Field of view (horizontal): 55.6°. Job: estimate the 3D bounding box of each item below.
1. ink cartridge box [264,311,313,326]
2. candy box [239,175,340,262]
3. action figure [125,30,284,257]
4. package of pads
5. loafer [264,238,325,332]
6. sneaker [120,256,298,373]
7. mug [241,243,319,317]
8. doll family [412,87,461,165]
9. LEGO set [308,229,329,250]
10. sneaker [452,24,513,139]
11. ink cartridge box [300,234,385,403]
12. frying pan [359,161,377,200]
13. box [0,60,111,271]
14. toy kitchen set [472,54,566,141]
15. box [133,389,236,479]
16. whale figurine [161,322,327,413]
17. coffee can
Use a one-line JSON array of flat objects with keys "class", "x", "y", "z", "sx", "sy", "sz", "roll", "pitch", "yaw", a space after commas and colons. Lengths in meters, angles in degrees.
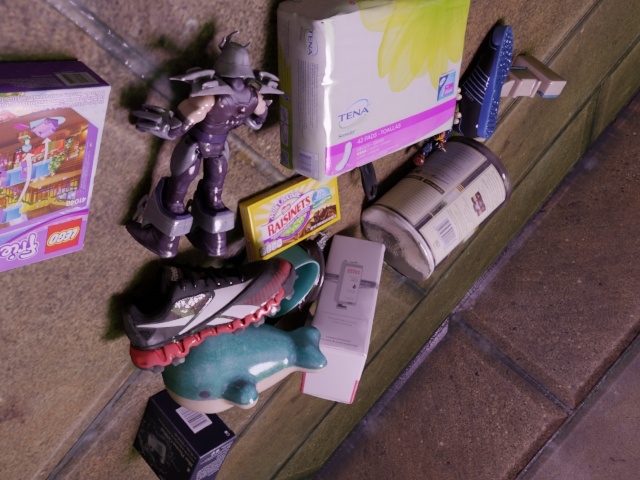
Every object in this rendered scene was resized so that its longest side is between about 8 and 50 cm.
[{"class": "ink cartridge box", "x": -0.140, "y": 0.204, "z": 1.278, "sx": 0.225, "sy": 0.056, "sz": 0.181, "roll": 22, "pitch": 108, "yaw": -46}, {"class": "candy box", "x": -0.046, "y": -0.047, "z": 1.020, "sx": 0.206, "sy": 0.027, "sz": 0.105, "roll": -30, "pitch": 123, "yaw": -38}, {"class": "action figure", "x": -0.141, "y": -0.112, "z": 0.723, "sx": 0.185, "sy": 0.099, "sz": 0.284, "roll": -10, "pitch": 131, "yaw": -46}, {"class": "package of pads", "x": 0.077, "y": -0.234, "z": 0.834, "sx": 0.297, "sy": 0.101, "sz": 0.229, "roll": -28, "pitch": 134, "yaw": -33}, {"class": "loafer", "x": -0.056, "y": 0.101, "z": 1.182, "sx": 0.079, "sy": 0.080, "sz": 0.219, "roll": 9, "pitch": 103, "yaw": -33}, {"class": "sneaker", "x": -0.167, "y": 0.080, "z": 0.897, "sx": 0.276, "sy": 0.097, "sz": 0.135, "roll": -25, "pitch": 118, "yaw": -12}, {"class": "mug", "x": -0.083, "y": 0.053, "z": 1.061, "sx": 0.129, "sy": 0.097, "sz": 0.157, "roll": -46, "pitch": 156, "yaw": -8}, {"class": "doll family", "x": 0.232, "y": -0.223, "z": 1.229, "sx": 0.111, "sy": 0.076, "sz": 0.193, "roll": -63, "pitch": 156, "yaw": -18}, {"class": "LEGO set", "x": -0.002, "y": 0.001, "z": 1.221, "sx": 0.054, "sy": 0.023, "sz": 0.083, "roll": -52, "pitch": 157, "yaw": 7}, {"class": "sneaker", "x": 0.330, "y": -0.329, "z": 1.258, "sx": 0.081, "sy": 0.091, "sz": 0.232, "roll": -6, "pitch": 111, "yaw": -57}, {"class": "ink cartridge box", "x": 0.048, "y": 0.161, "z": 1.269, "sx": 0.207, "sy": 0.117, "sz": 0.282, "roll": 97, "pitch": 6, "yaw": -49}, {"class": "frying pan", "x": 0.080, "y": -0.193, "z": 1.035, "sx": 0.197, "sy": 0.053, "sz": 0.326, "roll": -53, "pitch": 156, "yaw": 6}, {"class": "box", "x": -0.335, "y": -0.047, "z": 0.515, "sx": 0.293, "sy": 0.057, "sz": 0.200, "roll": -21, "pitch": 143, "yaw": -48}, {"class": "toy kitchen set", "x": 0.421, "y": -0.328, "z": 1.407, "sx": 0.207, "sy": 0.122, "sz": 0.166, "roll": -8, "pitch": 137, "yaw": -29}, {"class": "box", "x": -0.264, "y": 0.387, "z": 1.170, "sx": 0.093, "sy": 0.156, "sz": 0.158, "roll": -19, "pitch": 143, "yaw": -49}, {"class": "whale figurine", "x": -0.129, "y": 0.179, "z": 1.009, "sx": 0.272, "sy": 0.216, "sz": 0.141, "roll": -7, "pitch": 121, "yaw": -4}, {"class": "coffee can", "x": 0.255, "y": -0.073, "z": 1.342, "sx": 0.275, "sy": 0.201, "sz": 0.201, "roll": -40, "pitch": 155, "yaw": -20}]
